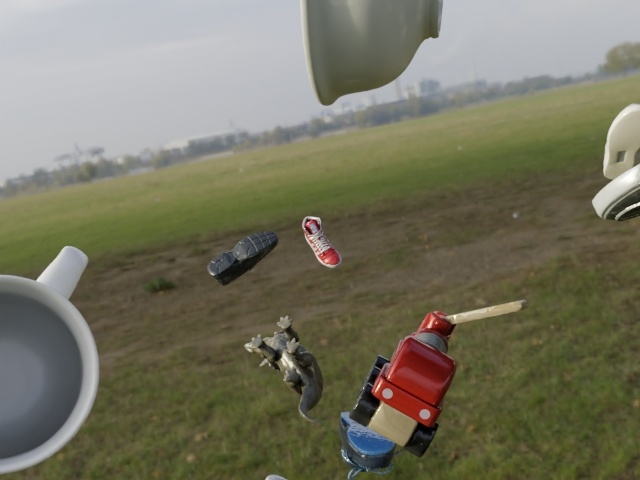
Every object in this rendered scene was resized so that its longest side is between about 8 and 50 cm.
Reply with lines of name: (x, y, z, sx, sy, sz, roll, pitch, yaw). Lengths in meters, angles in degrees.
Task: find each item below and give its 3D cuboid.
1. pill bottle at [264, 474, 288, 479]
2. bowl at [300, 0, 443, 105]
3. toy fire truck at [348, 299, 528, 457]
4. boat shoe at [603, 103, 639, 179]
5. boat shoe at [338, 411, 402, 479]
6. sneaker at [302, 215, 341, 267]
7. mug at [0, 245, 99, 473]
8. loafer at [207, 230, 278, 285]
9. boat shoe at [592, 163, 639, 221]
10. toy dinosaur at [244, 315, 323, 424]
pill bottle: (-0.082, 0.411, 1.274, 0.065, 0.116, 0.065, 33, 7, -5)
bowl: (0.069, -0.298, 0.958, 0.134, 0.298, 0.298, 3, 9, 9)
toy fire truck: (0.175, 0.169, 1.256, 0.158, 0.246, 0.217, 28, 13, 6)
boat shoe: (0.509, -0.175, 1.439, 0.066, 0.063, 0.184, -3, -31, 12)
boat shoe: (0.089, 0.379, 1.565, 0.108, 0.089, 0.258, 4, 1, -1)
sneaker: (0.000, 0.000, 1.730, 0.042, 0.067, 0.118, -31, 53, -13)
mug: (-0.479, 0.174, 1.355, 0.276, 0.374, 0.328, 31, -20, -12)
loafer: (-0.165, 0.039, 1.904, 0.170, 0.061, 0.062, -29, 49, -3)
boat shoe: (0.525, -0.075, 1.171, 0.306, 0.105, 0.113, -24, -19, 29)
toy dinosaur: (-0.048, 0.258, 1.769, 0.121, 0.160, 0.313, -45, 49, -6)
